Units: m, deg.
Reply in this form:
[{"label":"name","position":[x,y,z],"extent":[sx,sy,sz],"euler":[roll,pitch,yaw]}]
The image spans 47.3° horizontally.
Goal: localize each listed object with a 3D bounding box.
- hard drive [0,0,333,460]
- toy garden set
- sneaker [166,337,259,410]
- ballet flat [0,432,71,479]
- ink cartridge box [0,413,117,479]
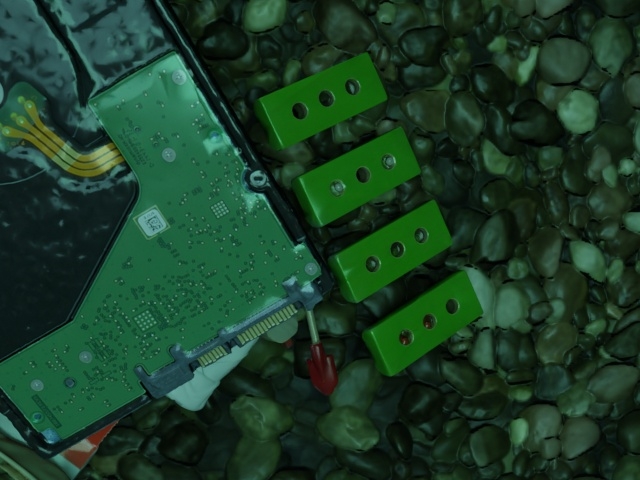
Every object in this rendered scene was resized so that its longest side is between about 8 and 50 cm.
[{"label":"hard drive","position":[-0.172,-0.052,0.461],"extent":[0.237,0.064,0.339],"euler":[-31,108,3]},{"label":"toy garden set","position":[0.000,0.000,0.594],"extent":[0.203,0.049,0.244],"euler":[-29,99,-24]},{"label":"sneaker","position":[-0.138,0.019,0.587],"extent":[0.115,0.090,0.232],"euler":[-41,105,-9]},{"label":"ballet flat","position":[-0.280,0.138,0.497],"extent":[0.248,0.086,0.086],"euler":[31,90,-6]},{"label":"ink cartridge box","position":[-0.272,0.139,0.553],"extent":[0.189,0.066,0.232],"euler":[39,112,-7]}]
